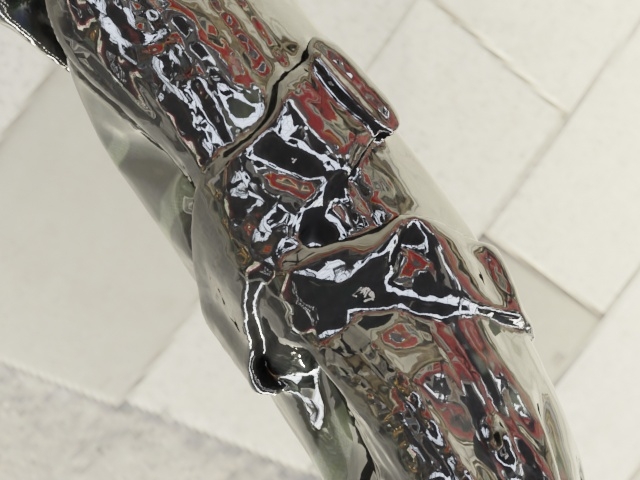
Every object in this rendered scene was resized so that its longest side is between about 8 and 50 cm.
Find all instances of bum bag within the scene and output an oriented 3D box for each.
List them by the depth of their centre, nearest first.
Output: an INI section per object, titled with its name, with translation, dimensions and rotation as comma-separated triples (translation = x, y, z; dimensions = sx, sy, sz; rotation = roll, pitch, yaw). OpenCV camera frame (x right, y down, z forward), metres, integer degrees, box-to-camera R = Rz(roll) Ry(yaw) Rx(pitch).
[bum bag]
translation = 0.000, 0.000, 0.588
dimensions = 0.095, 0.340, 0.144
rotation = -40, 166, 23
